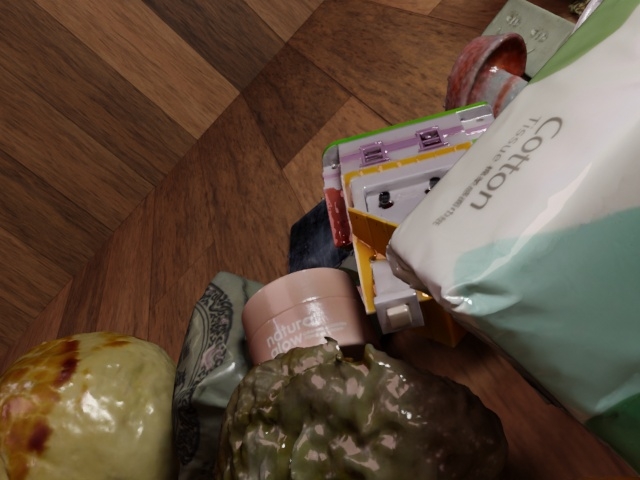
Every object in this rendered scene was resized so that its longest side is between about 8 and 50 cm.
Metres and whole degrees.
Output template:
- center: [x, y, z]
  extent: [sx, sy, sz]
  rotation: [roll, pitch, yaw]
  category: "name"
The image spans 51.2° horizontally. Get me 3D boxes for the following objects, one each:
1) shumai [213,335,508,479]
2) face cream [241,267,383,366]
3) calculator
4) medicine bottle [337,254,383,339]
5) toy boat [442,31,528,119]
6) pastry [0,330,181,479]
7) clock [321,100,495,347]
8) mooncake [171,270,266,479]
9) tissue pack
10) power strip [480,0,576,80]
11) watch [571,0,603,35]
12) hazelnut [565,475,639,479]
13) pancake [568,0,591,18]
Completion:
- center: [-0.003, 0.266, 0.611]
  extent: [0.346, 0.217, 0.283]
  rotation: [-18, 39, 45]
  category: "shumai"
- center: [-0.011, 0.116, 0.792]
  extent: [0.149, 0.149, 0.104]
  rotation: [-38, 54, 23]
  category: "face cream"
- center: [0.000, 0.000, 1.216]
  extent: [0.161, 0.021, 0.262]
  rotation: [-39, 26, 23]
  category: "calculator"
- center: [0.048, 0.093, 0.929]
  extent: [0.229, 0.083, 0.121]
  rotation: [-54, 29, -11]
  category: "medicine bottle"
- center: [0.274, -0.159, 0.889]
  extent: [0.282, 0.096, 0.206]
  rotation: [43, 127, 52]
  category: "toy boat"
- center: [-0.383, 0.319, 1.045]
  extent: [0.388, 0.312, 0.389]
  rotation: [-40, 25, 23]
  category: "pastry"
- center: [0.129, -0.010, 0.786]
  extent: [0.235, 0.166, 0.310]
  rotation: [-14, 32, 8]
  category: "clock"
- center: [-0.135, 0.189, 0.940]
  extent: [0.250, 0.136, 0.255]
  rotation: [-91, 18, -50]
  category: "mooncake"
- center: [0.266, -0.025, 0.514]
  extent: [0.356, 0.266, 0.194]
  rotation: [-48, 19, 3]
  category: "tissue pack"
- center: [0.329, -0.272, 0.966]
  extent: [0.093, 0.053, 0.288]
  rotation: [-51, 31, 17]
  category: "power strip"
- center: [0.381, -0.245, 0.743]
  extent: [0.231, 0.196, 0.244]
  rotation: [-16, 43, 61]
  category: "watch"
- center: [0.109, 0.276, 0.205]
  extent: [0.402, 0.402, 0.429]
  rotation: [-37, 15, 25]
  category: "hazelnut"
- center: [0.390, -0.308, 1.005]
  extent: [0.190, 0.020, 0.184]
  rotation: [-45, 26, 8]
  category: "pancake"
